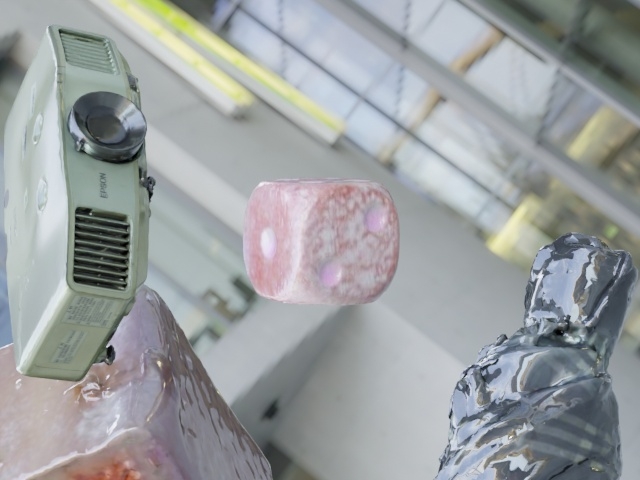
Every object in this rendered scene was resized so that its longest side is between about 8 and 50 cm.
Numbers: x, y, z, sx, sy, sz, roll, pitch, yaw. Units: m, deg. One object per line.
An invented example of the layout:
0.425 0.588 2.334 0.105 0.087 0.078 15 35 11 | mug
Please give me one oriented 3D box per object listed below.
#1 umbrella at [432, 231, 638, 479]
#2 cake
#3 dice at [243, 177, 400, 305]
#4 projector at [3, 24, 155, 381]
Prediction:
0.076 0.165 0.848 0.128 0.154 0.337 37 -124 -48 | umbrella
-0.187 0.240 1.626 0.237 0.309 0.230 -21 32 13 | cake
0.000 0.000 1.293 0.091 0.093 0.094 -4 -82 -31 | dice
-0.197 -0.040 1.407 0.088 0.269 0.193 8 -37 -24 | projector
